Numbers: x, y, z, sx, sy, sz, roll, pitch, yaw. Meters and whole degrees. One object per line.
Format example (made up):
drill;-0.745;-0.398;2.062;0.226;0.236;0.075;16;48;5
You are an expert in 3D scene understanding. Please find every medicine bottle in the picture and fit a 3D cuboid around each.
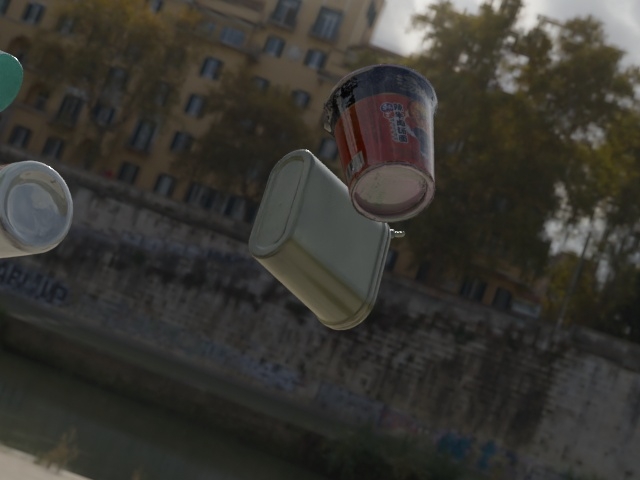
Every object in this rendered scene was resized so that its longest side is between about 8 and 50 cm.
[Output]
medicine bottle;-0.504;-0.040;1.669;0.252;0.144;0.144;-9;-26;44

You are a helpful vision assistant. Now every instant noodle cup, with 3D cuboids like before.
instant noodle cup;0.069;-0.096;1.138;0.127;0.136;0.127;-2;-43;-2

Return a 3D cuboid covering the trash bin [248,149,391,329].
trash bin;0.000;0.000;1.924;0.121;0.243;0.247;-10;-37;38

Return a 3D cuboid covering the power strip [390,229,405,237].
power strip;0.047;-0.009;2.263;0.253;0.054;0.167;-10;-38;13

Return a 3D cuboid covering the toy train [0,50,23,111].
toy train;-0.500;-0.213;1.459;0.248;0.159;0.101;25;-11;35
